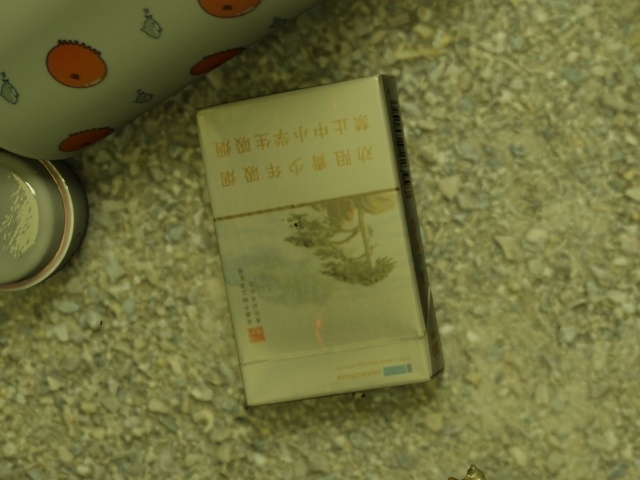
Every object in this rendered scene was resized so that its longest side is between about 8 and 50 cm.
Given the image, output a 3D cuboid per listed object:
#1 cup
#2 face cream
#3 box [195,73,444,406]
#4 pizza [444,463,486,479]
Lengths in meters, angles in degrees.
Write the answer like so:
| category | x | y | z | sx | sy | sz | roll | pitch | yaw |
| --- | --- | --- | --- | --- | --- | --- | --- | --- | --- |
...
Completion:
| category | x | y | z | sx | sy | sz | roll | pitch | yaw |
| --- | --- | --- | --- | --- | --- | --- | --- | --- | --- |
| cup | -0.116 | -0.212 | 1.279 | 0.317 | 0.212 | 0.212 | -25 | 88 | 34 |
| face cream | -0.240 | -0.020 | 1.429 | 0.117 | 0.104 | 0.117 | 1 | 95 | 15 |
| box | 0.000 | 0.001 | 1.392 | 0.149 | 0.067 | 0.233 | -9 | 92 | 16 |
| pizza | 0.057 | 0.307 | 1.389 | 0.229 | 0.081 | 0.289 | 13 | 95 | 15 |
